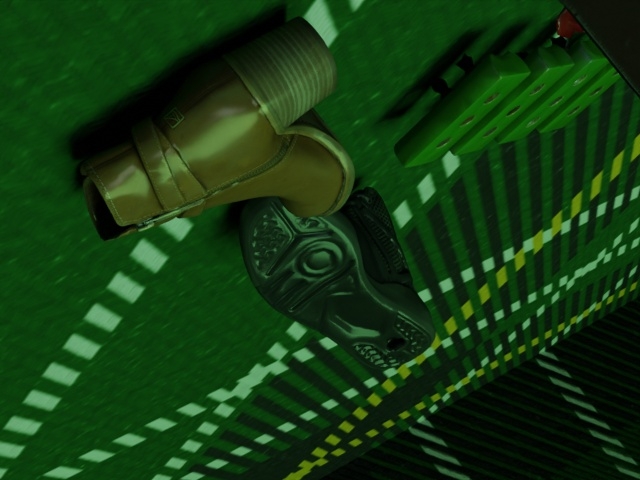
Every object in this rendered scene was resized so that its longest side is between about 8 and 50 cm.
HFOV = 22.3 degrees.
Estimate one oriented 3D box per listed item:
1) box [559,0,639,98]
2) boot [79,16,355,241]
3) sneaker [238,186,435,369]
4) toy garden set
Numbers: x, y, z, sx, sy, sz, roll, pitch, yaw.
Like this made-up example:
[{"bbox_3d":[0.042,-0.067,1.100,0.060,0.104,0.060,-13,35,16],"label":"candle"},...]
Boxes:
[{"bbox_3d":[0.228,-0.240,0.618,0.381,0.191,0.143,-39,180,33],"label":"box"},{"bbox_3d":[-0.063,-0.040,0.950,0.152,0.073,0.197,-34,154,-12],"label":"boot"},{"bbox_3d":[0.000,0.000,1.234,0.087,0.130,0.227,-35,140,15],"label":"sneaker"},{"bbox_3d":[0.180,-0.149,1.225,0.204,0.049,0.244,-43,164,35],"label":"toy garden set"}]
